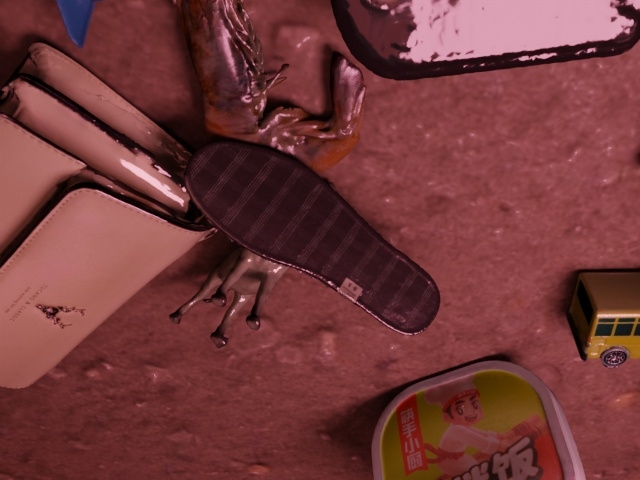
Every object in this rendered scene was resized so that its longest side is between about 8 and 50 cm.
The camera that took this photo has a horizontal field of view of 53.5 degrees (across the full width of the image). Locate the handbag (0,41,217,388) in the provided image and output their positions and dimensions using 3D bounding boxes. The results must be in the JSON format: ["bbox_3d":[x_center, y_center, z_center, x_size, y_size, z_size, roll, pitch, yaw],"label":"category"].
[{"bbox_3d":[-0.310,0.006,0.686,0.358,0.160,0.237,-37,126,27],"label":"handbag"}]

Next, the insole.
[{"bbox_3d":[0.000,0.000,0.656,0.309,0.012,0.110,37,77,-14],"label":"insole"}]

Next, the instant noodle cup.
[{"bbox_3d":[0.257,0.368,0.895,0.294,0.294,0.308,-23,130,19],"label":"instant noodle cup"}]

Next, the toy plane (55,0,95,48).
[{"bbox_3d":[-0.262,-0.286,0.491,0.254,0.105,0.271,-32,124,28],"label":"toy plane"}]

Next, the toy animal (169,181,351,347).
[{"bbox_3d":[-0.069,0.028,0.728,0.073,0.176,0.217,47,142,-14],"label":"toy animal"}]

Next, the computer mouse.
[{"bbox_3d":[0.138,-0.228,0.515,0.269,0.100,0.170,-4,127,-1],"label":"computer mouse"}]

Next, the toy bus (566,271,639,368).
[{"bbox_3d":[0.400,0.090,0.763,0.175,0.088,0.101,-1,127,5],"label":"toy bus"}]

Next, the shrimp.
[{"bbox_3d":[-0.044,-0.173,0.601,0.169,0.058,0.296,-8,132,1],"label":"shrimp"}]
